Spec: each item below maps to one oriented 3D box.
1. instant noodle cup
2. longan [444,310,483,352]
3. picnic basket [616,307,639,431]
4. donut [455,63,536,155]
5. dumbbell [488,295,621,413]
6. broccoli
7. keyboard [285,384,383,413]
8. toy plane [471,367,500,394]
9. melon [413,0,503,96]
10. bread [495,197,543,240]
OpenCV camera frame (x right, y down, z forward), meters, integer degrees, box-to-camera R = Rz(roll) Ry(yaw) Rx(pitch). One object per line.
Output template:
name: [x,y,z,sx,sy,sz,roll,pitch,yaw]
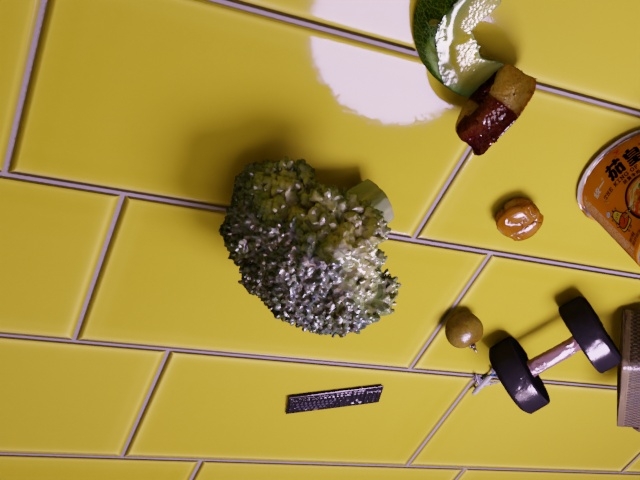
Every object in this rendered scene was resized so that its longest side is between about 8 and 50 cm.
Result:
instant noodle cup: [0.563,-0.057,1.443,0.216,0.172,0.215,-10,135,-10]
longan: [0.274,0.176,1.642,0.075,0.083,0.075,-26,174,-3]
picnic basket: [0.686,0.265,1.780,0.139,0.165,0.266,2,138,18]
donut: [0.249,-0.191,1.253,0.059,0.140,0.140,33,120,-9]
dumbbell: [0.458,0.224,1.698,0.218,0.152,0.152,-34,134,15]
broccoli: [-0.004,0.014,1.283,0.260,0.235,0.288,-18,132,-2]
keyboard: [0.029,0.322,1.755,0.198,0.010,0.063,-5,136,-14]
toy plane: [0.345,0.296,1.823,0.078,0.024,0.084,20,130,-33]
melon: [0.191,-0.285,1.182,0.118,0.064,0.209,-24,138,-1]
bread: [0.339,-0.036,1.481,0.081,0.046,0.083,-20,137,5]
